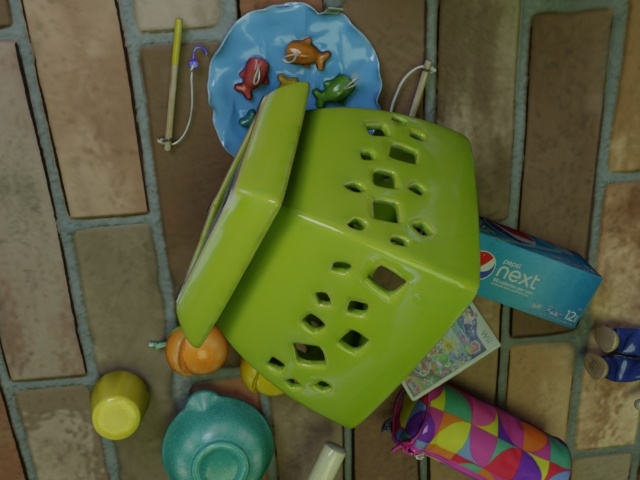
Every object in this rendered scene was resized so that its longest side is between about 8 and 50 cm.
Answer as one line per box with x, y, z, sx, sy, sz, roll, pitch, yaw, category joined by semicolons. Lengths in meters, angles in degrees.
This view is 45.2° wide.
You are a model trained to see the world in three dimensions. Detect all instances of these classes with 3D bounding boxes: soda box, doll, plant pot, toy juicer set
0.203;0.025;0.864;0.210;0.067;0.071;19;111;-15;soda box
0.422;0.158;0.964;0.188;0.046;0.129;11;104;-19;doll
0.000;0.000;0.720;0.207;0.228;0.227;24;129;-11;plant pot
-0.095;0.229;0.920;0.209;0.089;0.329;-45;104;0;toy juicer set

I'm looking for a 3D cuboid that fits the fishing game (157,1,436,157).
-0.022;-0.144;0.774;0.264;0.041;0.189;10;116;-12;fishing game

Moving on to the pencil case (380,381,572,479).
0.195;0.252;0.952;0.236;0.104;0.104;25;110;-17;pencil case

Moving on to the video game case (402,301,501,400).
0.136;0.119;0.899;0.122;0.087;0.011;-35;159;9;video game case
